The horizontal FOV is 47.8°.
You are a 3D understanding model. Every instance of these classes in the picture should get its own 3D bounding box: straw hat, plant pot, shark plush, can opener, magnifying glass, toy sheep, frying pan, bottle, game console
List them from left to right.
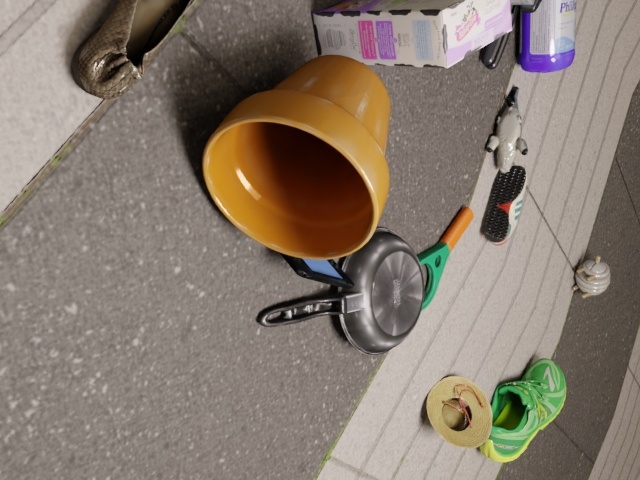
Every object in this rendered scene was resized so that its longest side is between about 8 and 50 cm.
[{"bbox_3d":[-0.005,-0.114,0.843,0.188,0.205,0.205,-64,142,-39],"label":"plant pot"},{"bbox_3d":[0.000,0.000,0.966,0.122,0.107,0.071,18,115,-50],"label":"game console"},{"bbox_3d":[0.058,0.062,1.063,0.326,0.053,0.197,24,75,-46],"label":"frying pan"},{"bbox_3d":[0.204,0.028,1.256,0.231,0.026,0.092,-50,134,-27],"label":"magnifying glass"},{"bbox_3d":[0.251,0.333,1.362,0.144,0.144,0.061,-38,167,-38],"label":"straw hat"},{"bbox_3d":[0.348,-0.211,1.360,0.067,0.073,0.161,38,49,-69],"label":"shark plush"},{"bbox_3d":[0.324,-0.389,1.254,0.059,0.073,0.186,24,93,-52],"label":"can opener"},{"bbox_3d":[0.416,-0.454,1.314,0.118,0.092,0.282,-30,122,-48],"label":"bottle"},{"bbox_3d":[0.673,0.090,1.789,0.091,0.091,0.132,-43,149,-35],"label":"toy sheep"}]

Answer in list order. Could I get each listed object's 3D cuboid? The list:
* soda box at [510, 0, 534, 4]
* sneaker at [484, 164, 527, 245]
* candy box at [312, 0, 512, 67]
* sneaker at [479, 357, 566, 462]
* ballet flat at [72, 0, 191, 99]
[{"bbox_3d":[0.336,-0.540,1.195,0.098,0.091,0.286,26,81,-51],"label":"soda box"},{"bbox_3d":[0.359,-0.065,1.400,0.075,0.057,0.161,38,69,-66],"label":"sneaker"},{"bbox_3d":[0.118,-0.279,0.925,0.165,0.196,0.070,-35,125,-39],"label":"candy box"},{"bbox_3d":[0.448,0.353,1.573,0.295,0.110,0.123,-41,133,-35],"label":"sneaker"},{"bbox_3d":[-0.157,-0.245,0.713,0.084,0.058,0.249,46,65,-47],"label":"ballet flat"}]
